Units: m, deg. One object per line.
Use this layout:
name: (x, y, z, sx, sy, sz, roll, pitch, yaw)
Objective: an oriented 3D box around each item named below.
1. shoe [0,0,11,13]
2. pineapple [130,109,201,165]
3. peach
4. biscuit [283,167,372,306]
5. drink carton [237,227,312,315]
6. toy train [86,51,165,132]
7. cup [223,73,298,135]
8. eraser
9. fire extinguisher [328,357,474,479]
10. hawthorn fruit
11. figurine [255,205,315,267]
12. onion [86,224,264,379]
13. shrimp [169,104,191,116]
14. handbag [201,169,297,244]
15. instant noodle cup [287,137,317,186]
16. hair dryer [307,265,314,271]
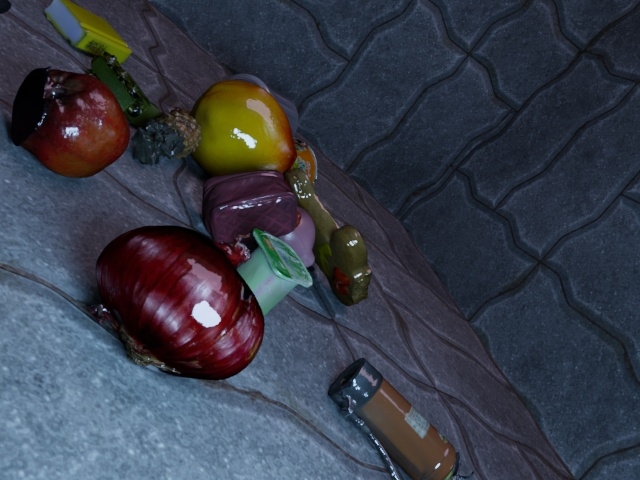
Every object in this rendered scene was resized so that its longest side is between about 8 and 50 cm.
shoe: (-0.745, -0.519, 1.445, 0.053, 0.062, 0.159, 65, 18, 17)
pineapple: (-0.384, -0.249, 1.647, 0.128, 0.128, 0.248, 45, 19, -7)
peach: (-0.222, -0.291, 1.878, 0.308, 0.289, 0.289, 25, 20, -19)
biscuit: (0.000, 0.000, 1.869, 0.394, 0.076, 0.368, 54, -18, 21)
drink carton: (-0.121, 0.083, 1.422, 0.144, 0.142, 0.146, 26, 24, -51)
toy train: (-0.511, -0.390, 1.728, 0.225, 0.090, 0.137, 52, 7, 22)
cup: (-0.234, -0.425, 2.438, 0.327, 0.236, 0.323, -3, 81, -74)
eraser: (-0.658, -0.592, 1.891, 0.158, 0.069, 0.226, 51, 15, 13)
fire extinguisher: (0.168, 0.440, 1.412, 0.376, 0.113, 0.200, 44, 56, -4)
hawthorn fruit: (-0.447, -0.200, 1.225, 0.189, 0.189, 0.251, 54, -4, 28)
figurine: (-0.092, -0.014, 1.747, 0.173, 0.173, 0.173, 43, 14, -13)
onion: (-0.186, 0.070, 0.999, 0.273, 0.285, 0.273, 35, -24, 18)
shrimp: (-0.385, -0.335, 2.004, 0.150, 0.068, 0.248, 59, 13, 26)
handbag: (-0.170, -0.081, 1.591, 0.135, 0.225, 0.146, -119, -158, -47)
instant noodle cup: (-0.153, -0.224, 2.091, 0.230, 0.230, 0.182, 52, 25, 23)
hair dryer: (-0.056, 0.055, 1.960, 0.083, 0.031, 0.079, 46, 0, 35)
